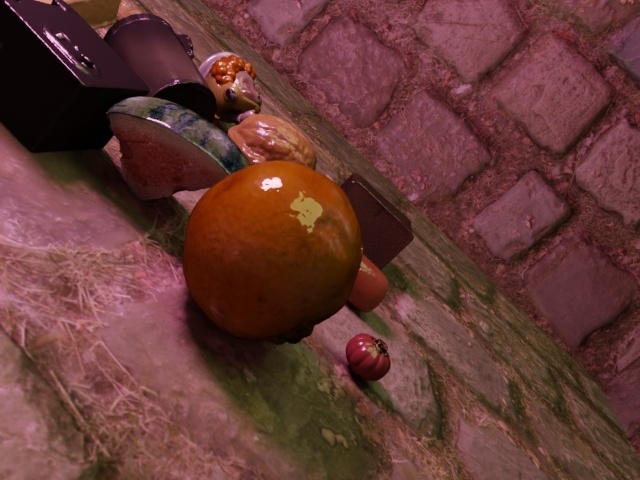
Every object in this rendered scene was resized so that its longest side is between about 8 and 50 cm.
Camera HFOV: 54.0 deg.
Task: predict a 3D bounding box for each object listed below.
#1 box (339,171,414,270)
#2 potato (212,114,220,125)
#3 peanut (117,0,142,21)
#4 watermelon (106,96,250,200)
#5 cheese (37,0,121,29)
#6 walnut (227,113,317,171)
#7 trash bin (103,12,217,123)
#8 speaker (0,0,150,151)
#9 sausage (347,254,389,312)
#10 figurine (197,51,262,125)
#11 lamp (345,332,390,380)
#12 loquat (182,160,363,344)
[{"bbox_3d":[0.153,-0.063,2.052,0.273,0.184,0.143,41,18,-7],"label":"box"},{"bbox_3d":[-0.391,-0.403,1.767,0.138,0.098,0.243,21,32,-49],"label":"potato"},{"bbox_3d":[-0.613,-0.719,2.032,0.174,0.080,0.080,50,18,17],"label":"peanut"},{"bbox_3d":[-0.277,-0.153,1.238,0.261,0.201,0.213,29,21,1],"label":"watermelon"},{"bbox_3d":[-0.651,-0.548,1.387,0.384,0.104,0.384,19,38,-16],"label":"cheese"},{"bbox_3d":[-0.142,-0.218,1.686,0.257,0.224,0.257,32,25,-17],"label":"walnut"},{"bbox_3d":[-0.395,-0.391,1.545,0.252,0.203,0.301,-17,54,-24],"label":"trash bin"},{"bbox_3d":[-0.500,-0.316,1.175,0.254,0.184,0.232,47,17,3],"label":"speaker"},{"bbox_3d":[0.041,0.053,1.637,0.304,0.121,0.121,42,17,-8],"label":"sausage"},{"bbox_3d":[-0.266,-0.378,1.891,0.224,0.205,0.382,36,34,-58],"label":"figurine"},{"bbox_3d":[0.103,0.252,1.356,0.107,0.092,0.107,41,17,-16],"label":"lamp"},{"bbox_3d":[-0.082,0.020,1.107,0.328,0.328,0.328,39,18,-15],"label":"loquat"}]
